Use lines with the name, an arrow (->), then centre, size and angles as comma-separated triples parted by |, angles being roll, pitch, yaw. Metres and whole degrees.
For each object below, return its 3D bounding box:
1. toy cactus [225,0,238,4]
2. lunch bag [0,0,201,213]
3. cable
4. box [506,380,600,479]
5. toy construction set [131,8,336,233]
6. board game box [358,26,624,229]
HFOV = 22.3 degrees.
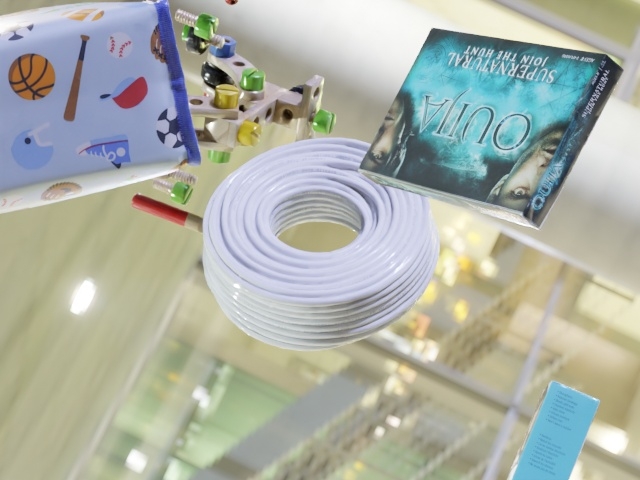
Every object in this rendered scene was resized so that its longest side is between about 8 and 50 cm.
toy cactus -> -0.198, -0.434, 2.282 | 0.112, 0.219, 0.181 | -38, -142, 37
lunch bag -> -0.339, -0.161, 1.966 | 0.385, 0.327, 0.239 | -146, -134, -72
cable -> 0.000, 0.000, 1.753 | 0.089, 0.257, 0.257 | 87, -9, -45
box -> 0.232, 0.283, 1.799 | 0.100, 0.060, 0.244 | 87, 26, -75
toy construction set -> -0.120, -0.153, 2.409 | 0.257, 0.237, 0.309 | -9, 120, -77
board game box -> 0.116, -0.083, 1.153 | 0.186, 0.026, 0.126 | 18, -102, 53
